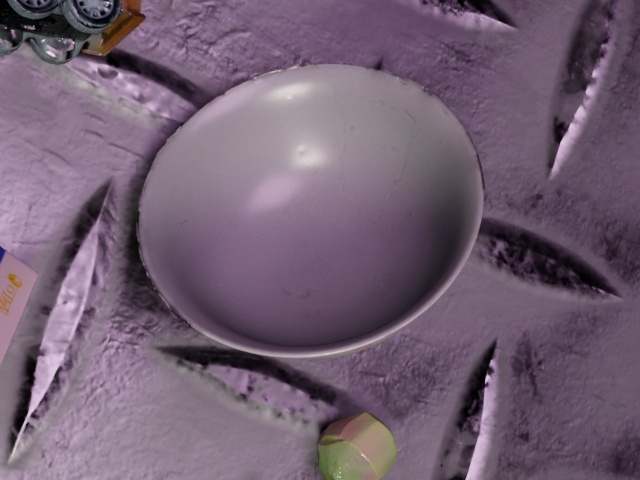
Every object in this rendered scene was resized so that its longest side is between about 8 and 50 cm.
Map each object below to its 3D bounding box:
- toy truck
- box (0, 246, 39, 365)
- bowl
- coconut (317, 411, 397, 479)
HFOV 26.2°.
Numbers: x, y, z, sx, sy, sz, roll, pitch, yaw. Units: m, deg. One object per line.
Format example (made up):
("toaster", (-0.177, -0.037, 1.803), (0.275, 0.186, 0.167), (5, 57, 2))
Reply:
("toy truck", (-0.337, -0.292, 1.291), (0.338, 0.133, 0.184), (11, 74, -27))
("box", (-0.373, 0.085, 1.173), (0.200, 0.343, 0.065), (38, 118, -19))
("bowl", (0.000, 0.000, 1.387), (0.345, 0.345, 0.157), (-47, 150, -19))
("coconut", (0.034, 0.229, 1.465), (0.083, 0.082, 0.081), (35, 55, 12))
